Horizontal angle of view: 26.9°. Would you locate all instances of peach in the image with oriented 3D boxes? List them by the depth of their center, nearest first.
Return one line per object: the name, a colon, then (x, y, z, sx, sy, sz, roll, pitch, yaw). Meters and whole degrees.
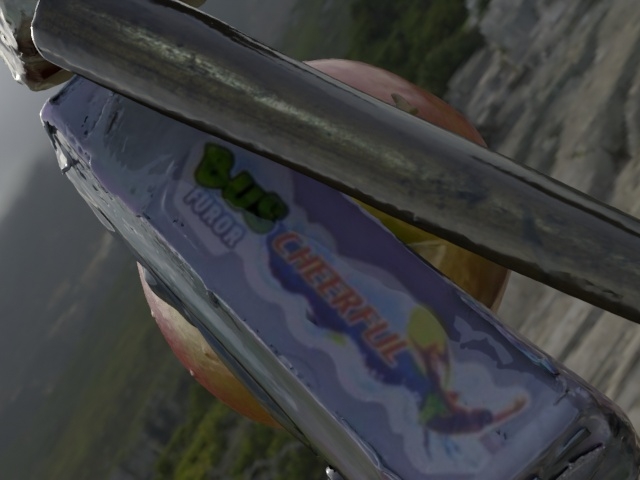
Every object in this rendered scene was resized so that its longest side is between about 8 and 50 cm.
peach: (0.000, 0.000, 1.248, 0.370, 0.370, 0.370, -54, 8, 11)

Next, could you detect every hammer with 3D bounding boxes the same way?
hammer: (0.067, -0.011, 0.479, 0.168, 0.439, 0.044, -37, -35, -45)

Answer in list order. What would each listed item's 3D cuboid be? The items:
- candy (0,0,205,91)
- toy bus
candy: (-0.239, -0.281, 1.031, 0.179, 0.321, 0.135, -37, -11, -17)
toy bus: (-0.005, 0.023, 0.595, 0.112, 0.317, 0.138, -44, -31, -8)
